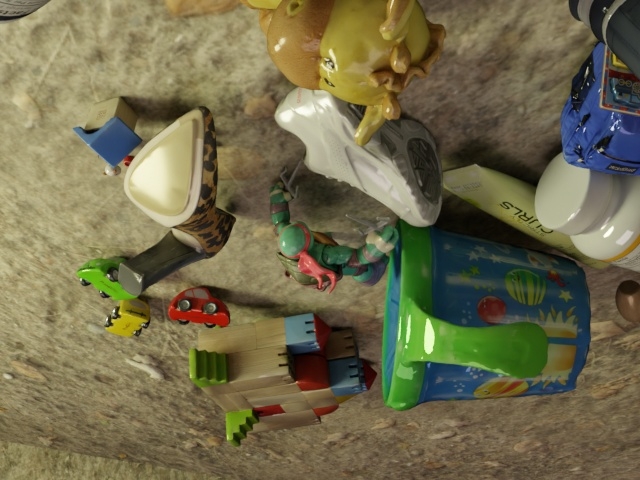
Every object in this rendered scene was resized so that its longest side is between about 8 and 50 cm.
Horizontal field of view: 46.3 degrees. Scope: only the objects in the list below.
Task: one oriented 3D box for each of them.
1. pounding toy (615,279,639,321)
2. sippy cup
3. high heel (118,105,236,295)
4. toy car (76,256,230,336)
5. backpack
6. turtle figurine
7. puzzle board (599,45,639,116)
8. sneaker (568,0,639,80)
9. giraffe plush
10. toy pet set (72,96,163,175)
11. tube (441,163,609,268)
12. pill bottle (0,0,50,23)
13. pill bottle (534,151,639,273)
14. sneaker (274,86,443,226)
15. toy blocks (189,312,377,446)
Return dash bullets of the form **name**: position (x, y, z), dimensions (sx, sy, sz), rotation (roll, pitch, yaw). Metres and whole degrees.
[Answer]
- **pounding toy**: position (0.514, 0.101, 0.945), dimensions (0.270, 0.154, 0.154), rotation (-3, 145, 16)
- **sippy cup**: position (0.196, 0.095, 0.912), dimensions (0.224, 0.305, 0.240), rotation (4, 130, 2)
- **high heel**: position (-0.132, -0.066, 0.854), dimensions (0.093, 0.186, 0.261), rotation (38, 128, 12)
- **toy car**: position (-0.283, 0.079, 1.162), dimensions (0.239, 0.053, 0.225), rotation (-10, 146, 24)
- **backpack**: position (0.271, -0.109, 0.684), dimensions (0.098, 0.101, 0.120), rotation (14, 154, 1)
- **turtle figurine**: position (0.000, 0.000, 0.880), dimensions (0.175, 0.118, 0.234), rotation (33, 177, 21)
- **puzzle board**: position (0.297, -0.144, 0.620), dimensions (0.128, 0.096, 0.011), rotation (10, 171, -6)
- **sneaker**: position (0.311, -0.179, 0.567), dimensions (0.282, 0.153, 0.099), rotation (-14, 146, -32)
- **giraffe plush**: position (0.024, -0.168, 0.553), dimensions (0.210, 0.170, 0.181), rotation (-7, 147, 22)
- **toy pet set**: position (-0.203, -0.099, 0.822), dimensions (0.122, 0.065, 0.114), rotation (-9, 147, 24)
- **tube**: position (0.242, -0.034, 0.862), dimensions (0.240, 0.062, 0.070), rotation (23, 126, -23)
- **pill bottle**: position (-0.212, -0.237, 0.495), dimensions (0.265, 0.153, 0.153), rotation (-16, 144, 33)
- **pill bottle**: position (0.340, -0.025, 0.796), dimensions (0.209, 0.117, 0.117), rotation (16, 149, -17)
- **sneaker**: position (0.043, -0.092, 0.786), dimensions (0.115, 0.090, 0.232), rotation (-11, 138, 39)
- **toy blocks**: position (-0.041, 0.233, 1.295), dimensions (0.261, 0.190, 0.381), rotation (-10, 150, 6)
